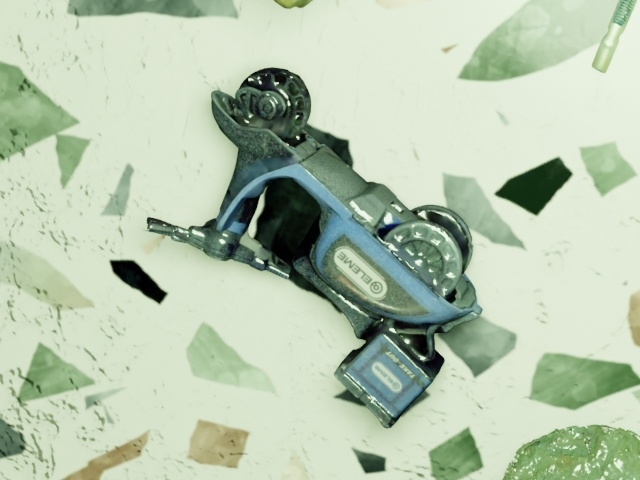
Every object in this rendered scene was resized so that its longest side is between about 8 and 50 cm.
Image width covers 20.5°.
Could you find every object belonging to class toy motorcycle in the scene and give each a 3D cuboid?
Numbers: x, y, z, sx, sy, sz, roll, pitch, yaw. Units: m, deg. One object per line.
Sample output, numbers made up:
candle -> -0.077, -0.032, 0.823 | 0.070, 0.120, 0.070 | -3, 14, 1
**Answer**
toy motorcycle -> 0.000, 0.000, 1.757 | 0.358, 0.125, 0.212 | 44, 108, 2

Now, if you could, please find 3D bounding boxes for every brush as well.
brush -> 0.285, -0.203, 1.713 | 0.016, 0.013, 0.084 | 23, 106, 5

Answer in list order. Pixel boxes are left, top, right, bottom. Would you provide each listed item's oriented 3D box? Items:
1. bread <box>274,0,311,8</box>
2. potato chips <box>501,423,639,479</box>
bread -> -0.036, -0.348, 1.655 | 0.252, 0.196, 0.238 | 48, 129, -6
potato chips -> 0.244, 0.273, 1.790 | 0.228, 0.059, 0.167 | -37, 101, 16
